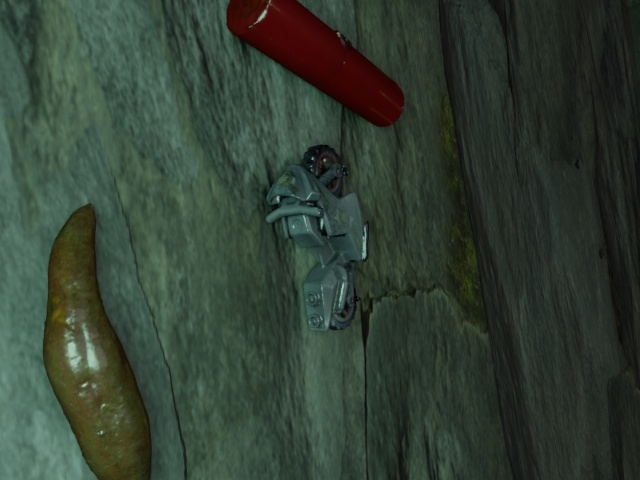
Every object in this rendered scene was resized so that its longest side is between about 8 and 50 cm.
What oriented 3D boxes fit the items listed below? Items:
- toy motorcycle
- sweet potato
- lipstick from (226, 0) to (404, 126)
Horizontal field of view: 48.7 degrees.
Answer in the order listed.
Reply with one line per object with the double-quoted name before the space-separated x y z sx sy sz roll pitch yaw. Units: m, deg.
"toy motorcycle" 0.000 0.000 0.794 0.122 0.080 0.215 -12 97 -53
"sweet potato" -0.178 0.097 0.559 0.078 0.058 0.255 -16 93 -69
"lipstick" 0.006 -0.217 0.853 0.280 0.073 0.073 22 66 -50
